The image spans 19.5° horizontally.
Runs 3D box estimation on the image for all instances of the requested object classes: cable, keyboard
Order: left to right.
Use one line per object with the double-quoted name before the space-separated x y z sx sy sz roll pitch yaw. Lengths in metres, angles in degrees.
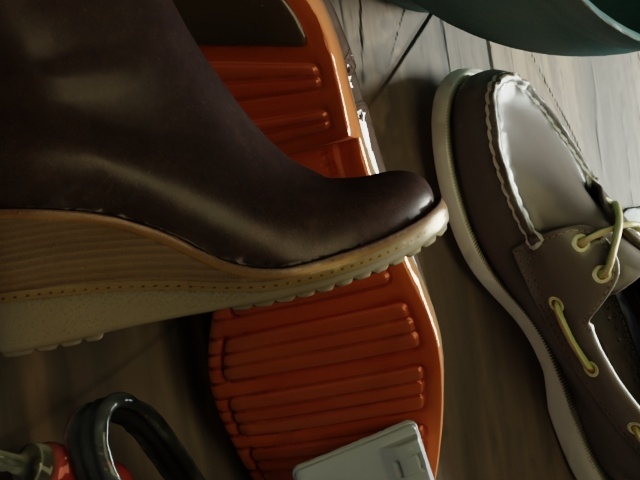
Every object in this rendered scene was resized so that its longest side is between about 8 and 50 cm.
"cable" -0.073 0.163 0.996 0.287 0.072 0.139 20 71 -51
"keyboard" 0.052 0.215 1.053 0.072 0.014 0.256 -19 119 0

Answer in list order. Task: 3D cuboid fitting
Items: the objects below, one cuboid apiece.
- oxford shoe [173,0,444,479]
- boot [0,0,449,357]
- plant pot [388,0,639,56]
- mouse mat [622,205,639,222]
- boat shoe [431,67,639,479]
"oxford shoe" 0.000 0.000 1.034 0.133 0.130 0.364 -71 152 -66
"boot" -0.066 -0.068 0.882 0.248 0.090 0.207 -12 93 -21
"plant pot" 0.120 -0.243 1.136 0.293 0.196 0.293 8 78 -43
"mouse mat" 0.286 0.046 1.376 0.189 0.007 0.153 -6 88 -43
"boat shoe" 0.176 0.028 1.212 0.116 0.096 0.324 -37 108 -40
